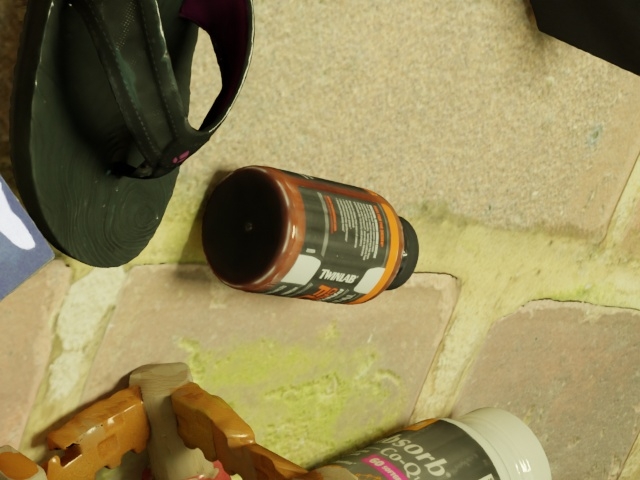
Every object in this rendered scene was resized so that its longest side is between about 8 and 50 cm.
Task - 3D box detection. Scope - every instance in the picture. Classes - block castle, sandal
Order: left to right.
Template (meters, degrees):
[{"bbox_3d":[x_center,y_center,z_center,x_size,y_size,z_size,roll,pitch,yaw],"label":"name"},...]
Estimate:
[{"bbox_3d":[-0.184,0.314,1.125,0.453,0.303,0.213,-30,126,-31],"label":"block castle"},{"bbox_3d":[-0.108,-0.177,1.024,0.167,0.107,0.446,-11,120,-51],"label":"sandal"}]

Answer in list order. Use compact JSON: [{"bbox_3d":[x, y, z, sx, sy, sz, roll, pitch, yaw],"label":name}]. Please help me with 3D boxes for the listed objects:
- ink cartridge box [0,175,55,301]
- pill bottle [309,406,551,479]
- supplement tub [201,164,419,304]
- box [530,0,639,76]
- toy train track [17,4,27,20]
[{"bbox_3d":[-0.313,-0.008,0.742,0.307,0.072,0.304,-42,118,-21],"label":"ink cartridge box"},{"bbox_3d":[0.094,0.272,1.501,0.278,0.162,0.162,-19,127,-39],"label":"pill bottle"},{"bbox_3d":[0.000,0.000,1.269,0.198,0.106,0.106,10,106,-49],"label":"supplement tub"},{"bbox_3d":[0.311,-0.349,1.312,0.296,0.182,0.294,-44,138,-15],"label":"box"},{"bbox_3d":[-0.186,-0.149,1.049,0.048,0.014,0.083,-29,133,-31],"label":"toy train track"}]
